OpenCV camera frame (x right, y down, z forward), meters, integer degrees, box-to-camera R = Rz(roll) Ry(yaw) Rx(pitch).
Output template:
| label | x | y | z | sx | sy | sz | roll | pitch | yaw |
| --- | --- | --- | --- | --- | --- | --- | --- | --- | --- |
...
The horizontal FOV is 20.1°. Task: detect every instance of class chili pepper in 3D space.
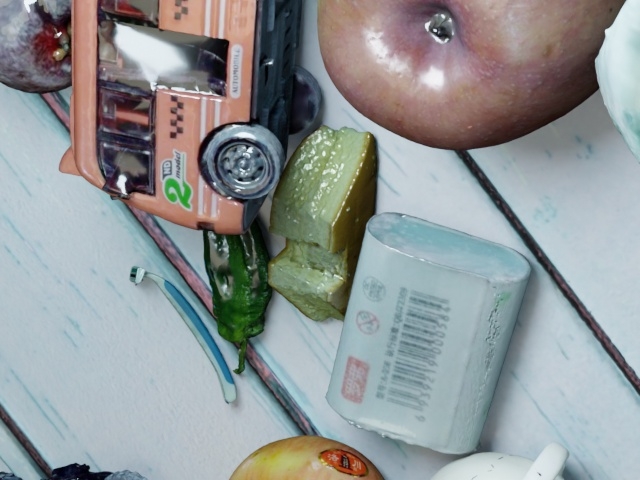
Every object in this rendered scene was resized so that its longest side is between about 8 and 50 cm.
| label | x | y | z | sx | sy | sz | roll | pitch | yaw |
| --- | --- | --- | --- | --- | --- | --- | --- | --- | --- |
| chili pepper | -0.112 | 0.028 | 1.975 | 0.122 | 0.065 | 0.279 | -6 | 109 | 43 |

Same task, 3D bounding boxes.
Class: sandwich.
| label | x | y | z | sx | sy | sz | roll | pitch | yaw |
| --- | --- | --- | --- | --- | --- | --- | --- | --- | --- |
| sandwich | 0.000 | 0.000 | 1.872 | 0.090 | 0.088 | 0.244 | 18 | 124 | 27 |

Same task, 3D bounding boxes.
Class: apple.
| label | x | y | z | sx | sy | sz | roll | pitch | yaw |
| --- | --- | --- | --- | --- | --- | --- | --- | --- | --- |
| apple | -0.012 | 0.318 | 2.003 | 0.209 | 0.164 | 0.209 | 13 | 122 | 22 |
| apple | 0.137 | -0.225 | 1.572 | 0.306 | 0.235 | 0.305 | 14 | 120 | 25 |

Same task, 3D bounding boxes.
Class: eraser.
| label | x | y | z | sx | sy | sz | roll | pitch | yaw |
| --- | --- | --- | --- | --- | --- | --- | --- | --- | --- |
| eraser | 0.109 | 0.098 | 1.852 | 0.174 | 0.081 | 0.227 | 16 | 122 | 6 |

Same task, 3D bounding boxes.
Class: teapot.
| label | x | y | z | sx | sy | sz | roll | pitch | yaw |
| --- | --- | --- | --- | --- | --- | --- | --- | --- | --- |
| teapot | 0.192 | 0.313 | 1.886 | 0.208 | 0.166 | 0.299 | 39 | 140 | 23 |

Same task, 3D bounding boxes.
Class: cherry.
| label | x | y | z | sx | sy | sz | roll | pitch | yaw |
| --- | --- | --- | --- | --- | --- | --- | --- | --- | --- |
| cherry | -0.289 | -0.256 | 1.861 | 0.195 | 0.195 | 0.195 | 14 | 122 | 25 |

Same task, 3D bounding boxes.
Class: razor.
| label | x | y | z | sx | sy | sz | roll | pitch | yaw |
| --- | --- | --- | --- | --- | --- | --- | --- | --- | --- |
| razor | -0.149 | 0.103 | 2.054 | 0.191 | 0.037 | 0.068 | 53 | 172 | -7 |

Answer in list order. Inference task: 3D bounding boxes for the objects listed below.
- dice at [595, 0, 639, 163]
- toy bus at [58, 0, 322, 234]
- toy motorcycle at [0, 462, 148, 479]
| label | x | y | z | sx | sy | sz | roll | pitch | yaw |
| --- | --- | --- | --- | --- | --- | --- | --- | --- | --- |
| dice | 0.426 | -0.178 | 1.359 | 0.348 | 0.330 | 0.328 | 38 | 128 | 10 |
| toy bus | -0.122 | -0.232 | 1.708 | 0.233 | 0.203 | 0.427 | 9 | 117 | 9 |
| toy motorcycle | -0.307 | 0.361 | 2.249 | 0.270 | 0.106 | 0.159 | -6 | 106 | 30 |
